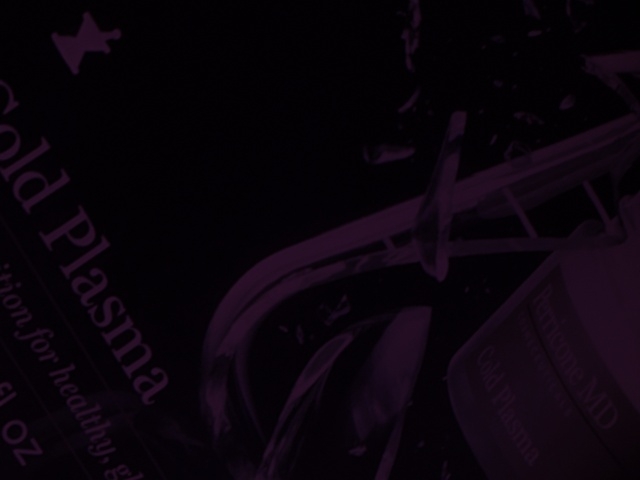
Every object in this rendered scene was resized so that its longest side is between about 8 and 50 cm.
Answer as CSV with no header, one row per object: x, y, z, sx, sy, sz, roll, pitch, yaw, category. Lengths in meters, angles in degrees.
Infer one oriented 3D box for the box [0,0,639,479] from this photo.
0.000,0.000,1.047,0.480,0.472,0.297,60,162,-23,box
